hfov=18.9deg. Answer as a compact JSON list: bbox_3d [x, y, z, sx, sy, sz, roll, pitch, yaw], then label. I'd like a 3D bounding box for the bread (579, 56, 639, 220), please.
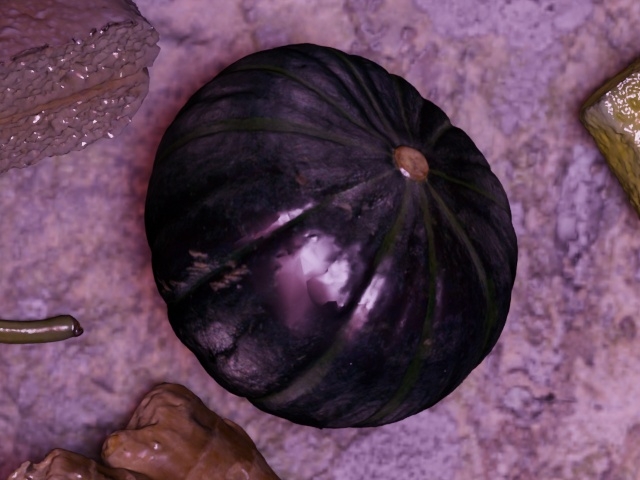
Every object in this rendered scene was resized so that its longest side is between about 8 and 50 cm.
[{"bbox_3d":[0.245,-0.075,1.282,0.129,0.111,0.114,-38,95,0],"label":"bread"}]

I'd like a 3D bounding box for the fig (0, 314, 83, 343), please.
[{"bbox_3d":[-0.269,0.022,1.244,0.245,0.149,0.149,32,92,-30],"label":"fig"}]

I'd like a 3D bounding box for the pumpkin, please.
[{"bbox_3d":[0.000,0.000,1.224,0.250,0.216,0.250,9,73,-32],"label":"pumpkin"}]

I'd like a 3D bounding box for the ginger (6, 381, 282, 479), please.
[{"bbox_3d":[-0.052,0.180,1.274,0.333,0.148,0.081,22,130,-22],"label":"ginger"}]

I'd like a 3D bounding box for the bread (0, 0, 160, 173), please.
[{"bbox_3d":[-0.266,-0.106,1.166,0.337,0.183,0.102,-23,140,-41],"label":"bread"}]
